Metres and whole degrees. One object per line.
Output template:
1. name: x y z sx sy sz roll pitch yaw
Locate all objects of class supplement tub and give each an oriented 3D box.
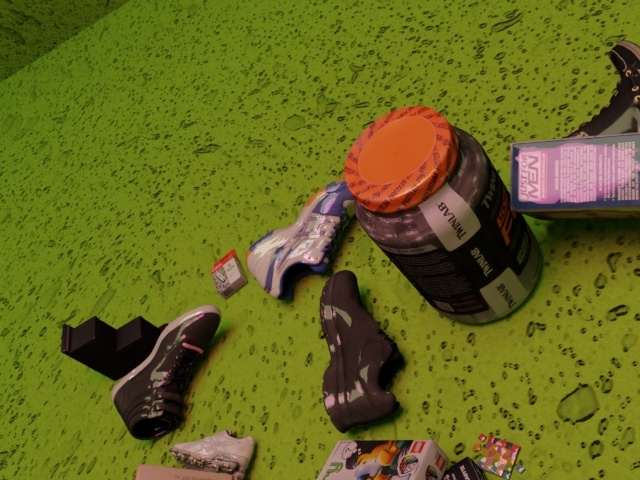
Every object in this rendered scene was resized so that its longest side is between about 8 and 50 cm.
1. supplement tub: 0.186 -0.033 1.079 0.207 0.338 0.207 -20 49 24

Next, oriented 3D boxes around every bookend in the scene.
1. bookend: -0.427 0.204 1.496 0.156 0.157 0.072 -30 45 16

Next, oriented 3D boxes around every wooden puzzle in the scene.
1. wooden puzzle: 0.252 0.307 1.013 0.083 0.006 0.049 10 65 41

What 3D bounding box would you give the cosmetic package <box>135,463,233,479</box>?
1. cosmetic package: -0.232 0.518 1.092 0.160 0.113 0.310 9 53 -9

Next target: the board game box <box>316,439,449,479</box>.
1. board game box: 0.036 0.406 0.967 0.193 0.053 0.305 -18 28 45

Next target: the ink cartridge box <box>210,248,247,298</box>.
1. ink cartridge box: -0.200 0.064 1.523 0.062 0.029 0.115 -38 44 8

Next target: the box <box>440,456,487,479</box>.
1. box: 0.167 0.415 0.927 0.175 0.051 0.220 -36 30 10

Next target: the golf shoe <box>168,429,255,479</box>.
1. golf shoe: -0.189 0.374 1.269 0.176 0.069 0.086 0 39 34

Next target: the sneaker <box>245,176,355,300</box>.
1. sneaker: 0.000 0.000 1.387 0.296 0.112 0.131 -41 61 7

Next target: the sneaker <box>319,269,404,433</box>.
1. sneaker: 0.072 0.175 1.197 0.130 0.109 0.286 -14 57 16

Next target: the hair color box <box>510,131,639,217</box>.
1. hair color box: 0.461 -0.087 1.001 0.347 0.173 0.105 0 86 32

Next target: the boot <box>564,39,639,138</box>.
1. boot: 0.480 -0.217 1.183 0.178 0.085 0.236 -30 46 19

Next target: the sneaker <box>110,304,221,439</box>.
1. sneaker: -0.278 0.266 1.383 0.296 0.104 0.147 -46 44 7
